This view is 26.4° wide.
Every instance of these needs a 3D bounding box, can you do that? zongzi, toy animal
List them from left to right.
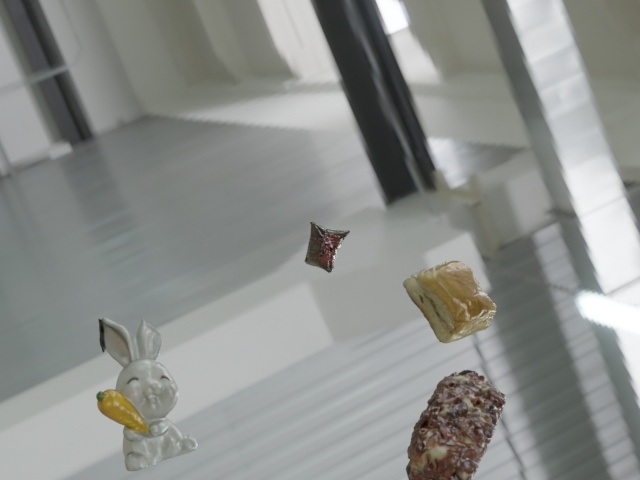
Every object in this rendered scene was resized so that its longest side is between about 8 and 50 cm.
[{"bbox_3d":[-0.235,0.188,1.703,0.127,0.131,0.182,4,-76,60],"label":"toy animal"},{"bbox_3d":[0.000,0.000,2.221,0.073,0.083,0.067,37,-7,-33],"label":"zongzi"}]

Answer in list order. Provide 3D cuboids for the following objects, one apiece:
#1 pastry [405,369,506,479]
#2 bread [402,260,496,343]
[{"bbox_3d":[0.163,0.243,1.687,0.097,0.208,0.115,18,-59,12],"label":"pastry"},{"bbox_3d":[0.196,0.086,2.028,0.082,0.106,0.125,-40,-104,29],"label":"bread"}]
